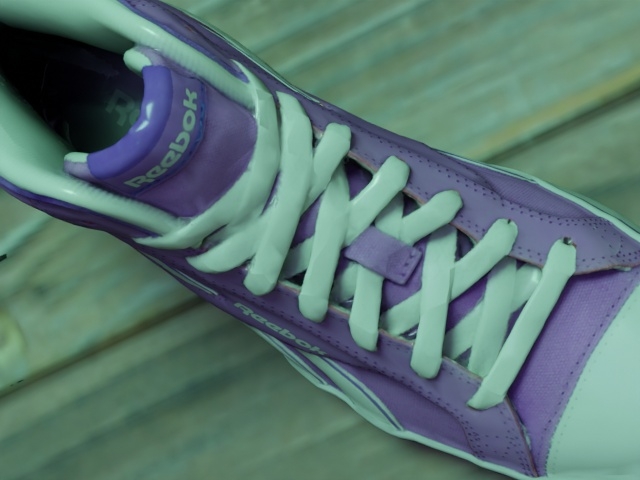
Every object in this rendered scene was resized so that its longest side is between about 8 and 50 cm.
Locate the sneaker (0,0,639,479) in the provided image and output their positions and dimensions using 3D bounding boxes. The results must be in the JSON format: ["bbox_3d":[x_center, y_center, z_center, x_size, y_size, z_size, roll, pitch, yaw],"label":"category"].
[{"bbox_3d":[-0.001,0.001,0.513,0.282,0.161,0.102,26,93,12],"label":"sneaker"}]
